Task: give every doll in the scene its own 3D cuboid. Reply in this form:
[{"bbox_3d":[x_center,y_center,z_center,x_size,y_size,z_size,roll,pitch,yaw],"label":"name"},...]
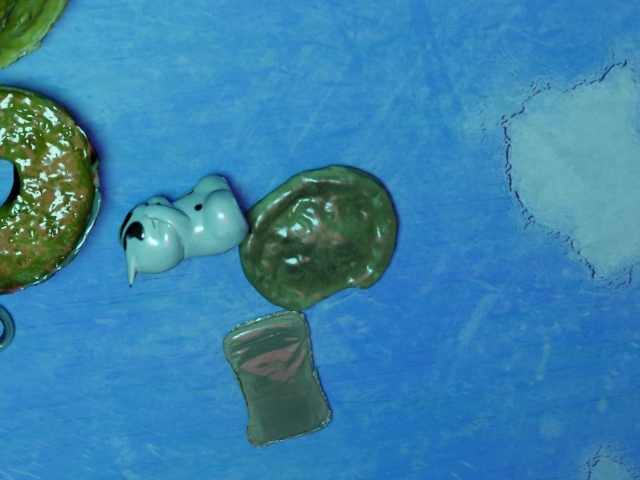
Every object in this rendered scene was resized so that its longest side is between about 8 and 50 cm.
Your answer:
[{"bbox_3d":[-0.186,-0.019,1.493,0.180,0.110,0.107,-16,130,-9],"label":"doll"}]

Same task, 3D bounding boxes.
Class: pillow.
[{"bbox_3d":[-0.064,0.208,1.652,0.135,0.034,0.211,-15,112,-5],"label":"pillow"}]

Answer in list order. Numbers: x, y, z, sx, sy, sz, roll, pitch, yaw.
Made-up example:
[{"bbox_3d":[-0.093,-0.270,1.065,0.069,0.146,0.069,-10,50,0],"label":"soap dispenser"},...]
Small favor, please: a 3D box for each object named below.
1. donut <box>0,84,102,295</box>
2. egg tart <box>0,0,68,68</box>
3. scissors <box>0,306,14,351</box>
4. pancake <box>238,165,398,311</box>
[{"bbox_3d":[-0.416,-0.074,1.420,0.272,0.107,0.272,-6,109,-18],"label":"donut"},{"bbox_3d":[-0.479,-0.315,1.210,0.443,0.178,0.443,-10,135,-10],"label":"egg tart"},{"bbox_3d":[-0.587,0.077,1.401,0.256,0.029,0.383,-37,132,-8],"label":"scissors"},{"bbox_3d":[0.000,0.001,1.586,0.236,0.042,0.223,-2,113,-13],"label":"pancake"}]
